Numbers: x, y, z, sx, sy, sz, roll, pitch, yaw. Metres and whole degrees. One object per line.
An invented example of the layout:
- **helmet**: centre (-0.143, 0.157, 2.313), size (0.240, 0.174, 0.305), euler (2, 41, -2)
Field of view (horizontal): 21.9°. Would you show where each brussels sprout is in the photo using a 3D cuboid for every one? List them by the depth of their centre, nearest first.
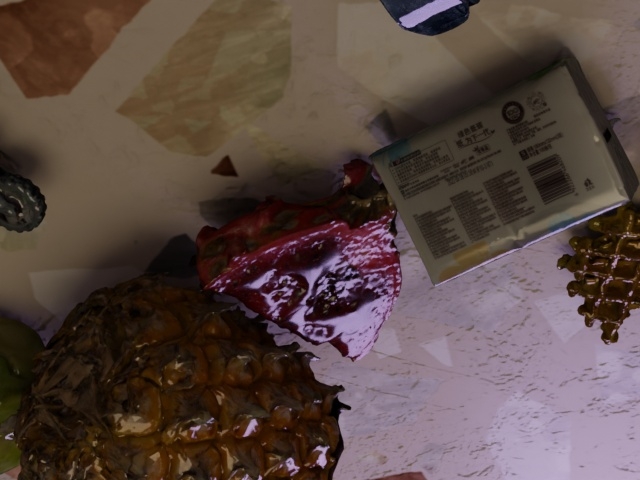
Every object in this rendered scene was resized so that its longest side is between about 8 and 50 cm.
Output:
- **brussels sprout**: centre (-0.407, 0.198, 1.950), size (0.223, 0.161, 0.223), euler (-5, 134, -5)

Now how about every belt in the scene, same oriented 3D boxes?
- **belt**: centre (0.077, -0.276, 1.526), size (0.082, 0.141, 0.190), euler (-22, 131, 21)

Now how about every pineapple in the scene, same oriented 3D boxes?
- **pineapple**: centre (-0.169, 0.216, 1.834), size (0.300, 0.352, 0.352), euler (30, 126, -34)

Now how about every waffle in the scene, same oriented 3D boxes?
- **waffle**: centre (0.393, 0.033, 1.870), size (0.228, 0.051, 0.231), euler (-24, 127, 22)

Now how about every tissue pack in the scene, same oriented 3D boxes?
- **tissue pack**: centre (0.198, -0.077, 1.729), size (0.229, 0.145, 0.159), euler (-26, 95, 21)

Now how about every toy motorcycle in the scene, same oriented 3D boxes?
- **toy motorcycle**: centre (-0.405, -0.054, 1.776), size (0.229, 0.094, 0.130), euler (-9, 129, 26)

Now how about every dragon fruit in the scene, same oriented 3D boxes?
- **dragon fruit**: centre (0.000, 0.000, 1.804), size (0.211, 0.134, 0.262), euler (-39, 138, 16)
